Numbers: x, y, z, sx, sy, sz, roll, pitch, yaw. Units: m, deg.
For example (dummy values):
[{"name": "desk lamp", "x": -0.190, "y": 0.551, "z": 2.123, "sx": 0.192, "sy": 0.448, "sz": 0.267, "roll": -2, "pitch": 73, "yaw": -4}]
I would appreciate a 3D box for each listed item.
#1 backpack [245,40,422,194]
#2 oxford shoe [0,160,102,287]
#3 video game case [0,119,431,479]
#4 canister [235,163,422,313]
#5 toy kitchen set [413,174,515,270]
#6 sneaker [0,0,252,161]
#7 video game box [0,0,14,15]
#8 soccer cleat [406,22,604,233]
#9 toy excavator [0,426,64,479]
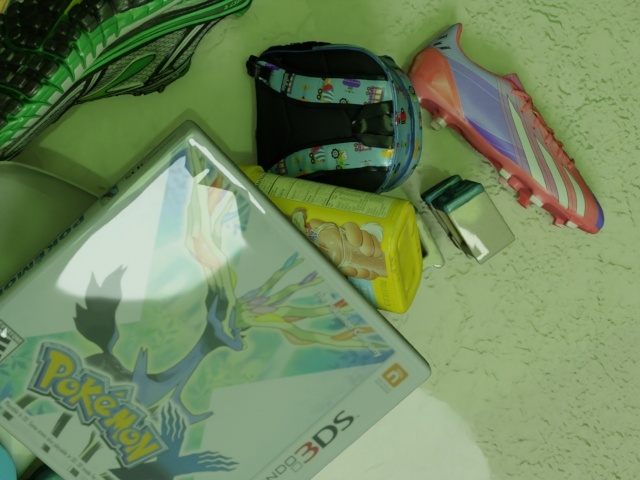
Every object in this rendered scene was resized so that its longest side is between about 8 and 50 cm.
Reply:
[{"name": "backpack", "x": 0.026, "y": -0.108, "z": 1.574, "sx": 0.117, "sy": 0.173, "sz": 0.158, "roll": -5, "pitch": 94, "yaw": -46}, {"name": "oxford shoe", "x": -0.145, "y": 0.071, "z": 1.545, "sx": 0.449, "sy": 0.130, "sz": 0.169, "roll": 39, "pitch": 59, "yaw": -25}, {"name": "video game case", "x": -0.114, "y": 0.106, "z": 1.476, "sx": 0.300, "sy": 0.036, "sz": 0.329, "roll": -42, "pitch": 115, "yaw": 5}, {"name": "canister", "x": 0.000, "y": 0.000, "z": 1.531, "sx": 0.170, "sy": 0.126, "sz": 0.073, "roll": 11, "pitch": 54, "yaw": 20}, {"name": "toy kitchen set", "x": 0.055, "y": 0.002, "z": 1.602, "sx": 0.207, "sy": 0.166, "sz": 0.122, "roll": -36, "pitch": 97, "yaw": -1}, {"name": "sneaker", "x": -0.199, "y": -0.167, "z": 1.573, "sx": 0.343, "sy": 0.134, "sz": 0.146, "roll": -37, "pitch": 133, "yaw": 0}, {"name": "video game box", "x": -0.405, "y": -0.197, "z": 1.607, "sx": 0.187, "sy": 0.048, "sz": 0.205, "roll": 23, "pitch": 94, "yaw": -9}, {"name": "soccer cleat", "x": 0.190, "y": -0.104, "z": 1.649, "sx": 0.248, "sy": 0.083, "sz": 0.095, "roll": 39, "pitch": 87, "yaw": -4}, {"name": "toy excavator", "x": -0.292, "y": 0.220, "z": 1.600, "sx": 0.433, "sy": 0.222, "sz": 0.445, "roll": 46, "pitch": 77, "yaw": -6}]
